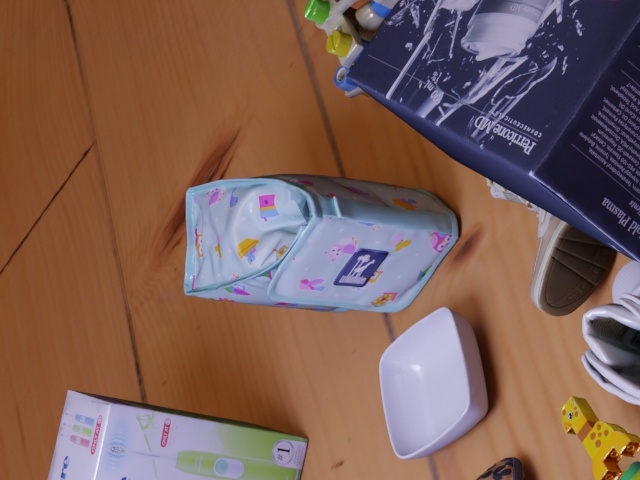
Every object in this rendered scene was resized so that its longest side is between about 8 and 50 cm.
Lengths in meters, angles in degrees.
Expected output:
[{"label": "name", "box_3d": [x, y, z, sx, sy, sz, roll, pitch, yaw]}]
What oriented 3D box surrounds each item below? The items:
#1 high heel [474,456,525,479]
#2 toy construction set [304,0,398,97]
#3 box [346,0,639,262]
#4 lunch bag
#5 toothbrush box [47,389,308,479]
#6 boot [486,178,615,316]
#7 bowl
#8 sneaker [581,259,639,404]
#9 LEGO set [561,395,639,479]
[{"label": "high heel", "box_3d": [0.129, 0.321, 1.863, 0.186, 0.093, 0.261, -62, 15, -21]}, {"label": "toy construction set", "box_3d": [0.046, -0.358, 2.170, 0.215, 0.151, 0.328, -47, 53, 37]}, {"label": "box", "box_3d": [0.246, -0.197, 1.697, 0.312, 0.179, 0.343, -57, 35, 1]}, {"label": "lunch bag", "box_3d": [0.000, 0.000, 2.017, 0.262, 0.223, 0.160, -12, 74, 52]}, {"label": "toothbrush box", "box_3d": [-0.178, 0.308, 2.109, 0.122, 0.283, 0.206, 6, 82, 57]}, {"label": "boot", "box_3d": [0.232, -0.032, 1.816, 0.165, 0.077, 0.213, 12, 81, 56]}, {"label": "bowl", "box_3d": [0.129, 0.160, 1.919, 0.142, 0.053, 0.142, -40, 47, 40]}, {"label": "sneaker", "box_3d": [0.298, 0.072, 1.573, 0.108, 0.169, 0.292, -60, 26, 15]}, {"label": "LEGO set", "box_3d": [0.262, 0.206, 1.673, 0.227, 0.087, 0.093, -56, 38, 25]}]
